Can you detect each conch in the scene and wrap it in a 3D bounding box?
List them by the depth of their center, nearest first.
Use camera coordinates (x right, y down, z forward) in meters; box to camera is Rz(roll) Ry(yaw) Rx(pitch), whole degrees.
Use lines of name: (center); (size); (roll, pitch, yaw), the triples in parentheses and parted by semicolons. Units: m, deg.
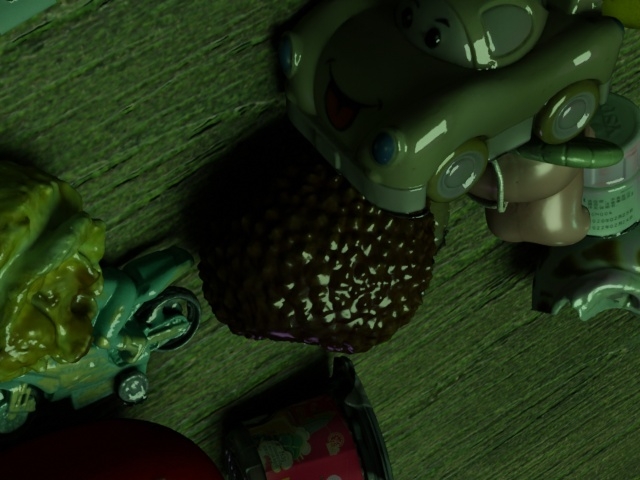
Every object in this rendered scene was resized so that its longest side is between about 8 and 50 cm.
conch: (0.455, 0.022, 2.235); (0.249, 0.197, 0.368); (-12, 169, 34)

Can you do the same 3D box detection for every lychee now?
lychee: (0.000, 0.000, 1.751); (0.267, 0.267, 0.267); (-25, 141, -22)

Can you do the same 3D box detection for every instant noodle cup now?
instant noodle cup: (-0.024, 0.321, 2.073); (0.182, 0.302, 0.258); (-12, 179, -16)

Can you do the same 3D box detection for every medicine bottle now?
medicine bottle: (0.374, -0.103, 2.073); (0.135, 0.135, 0.168); (-31, 144, -15)

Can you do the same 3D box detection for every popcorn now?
popcorn: (-0.319, 0.033, 1.537); (0.204, 0.184, 0.221); (-8, 120, -55)

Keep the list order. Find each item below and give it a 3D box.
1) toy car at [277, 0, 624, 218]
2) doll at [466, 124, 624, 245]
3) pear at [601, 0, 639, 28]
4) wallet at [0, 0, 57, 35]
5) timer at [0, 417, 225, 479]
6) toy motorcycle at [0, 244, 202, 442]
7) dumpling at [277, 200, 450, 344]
toy car: (0.145, -0.212, 1.655); (0.336, 0.242, 0.226); (-26, 142, -23)
doll: (0.235, -0.095, 1.863); (0.268, 0.284, 0.216); (-8, 101, -62)
pear: (0.380, -0.340, 1.788); (0.200, 0.200, 0.200); (-25, 141, -22)
wallet: (-0.294, -0.265, 1.338); (0.250, 0.075, 0.176); (-35, 138, -11)
timer: (-0.279, 0.361, 1.775); (0.378, 0.279, 0.378); (-22, 173, -3)
toy motorcycle: (-0.270, 0.099, 1.725); (0.297, 0.109, 0.198); (-24, 130, -25)
dumpling: (0.032, 0.048, 1.954); (0.332, 0.086, 0.166); (-29, 110, -16)
